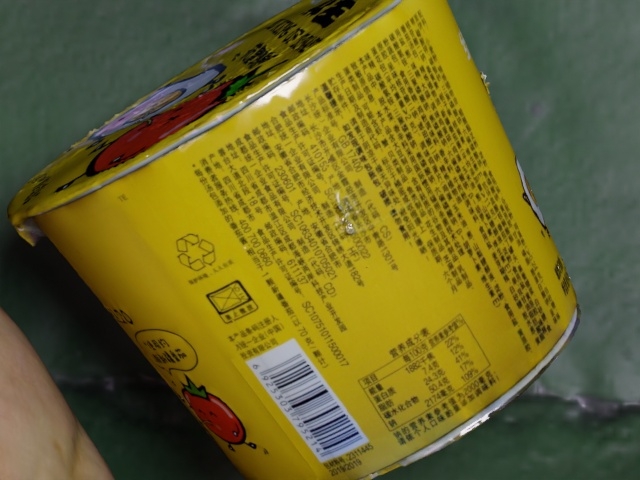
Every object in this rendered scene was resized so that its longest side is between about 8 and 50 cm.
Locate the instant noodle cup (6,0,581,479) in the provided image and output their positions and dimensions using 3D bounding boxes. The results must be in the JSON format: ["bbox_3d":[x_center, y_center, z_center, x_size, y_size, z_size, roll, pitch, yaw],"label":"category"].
[{"bbox_3d":[0.000,0.000,0.700,0.182,0.182,0.144,-29,102,12],"label":"instant noodle cup"}]

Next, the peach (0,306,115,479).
[{"bbox_3d":[-0.204,0.137,0.717,0.292,0.247,0.292,-6,70,17],"label":"peach"}]
